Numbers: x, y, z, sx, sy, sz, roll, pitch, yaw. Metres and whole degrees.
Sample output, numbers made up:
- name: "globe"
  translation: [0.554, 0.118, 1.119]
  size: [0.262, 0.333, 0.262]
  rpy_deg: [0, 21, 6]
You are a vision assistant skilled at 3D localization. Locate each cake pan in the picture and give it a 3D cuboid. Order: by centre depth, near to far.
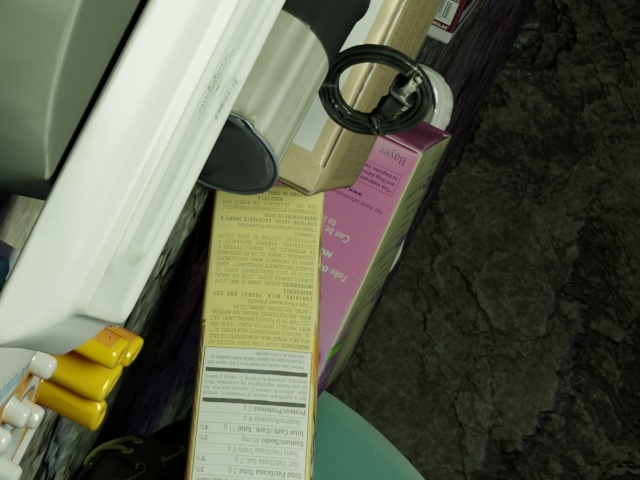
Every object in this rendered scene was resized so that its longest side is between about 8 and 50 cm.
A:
- name: "cake pan"
  translation: [-0.073, -0.139, 0.765]
  size: [0.293, 0.054, 0.293]
  rpy_deg: [-63, 174, -12]

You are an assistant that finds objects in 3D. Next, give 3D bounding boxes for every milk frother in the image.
- name: "milk frother"
  translation: [-0.013, -0.080, 1.060]
  size: [0.135, 0.143, 0.129]
  rpy_deg: [-63, -179, -28]

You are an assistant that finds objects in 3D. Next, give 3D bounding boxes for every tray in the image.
- name: "tray"
  translation: [-0.056, -0.070, 0.789]
  size: [0.270, 0.030, 0.145]
  rpy_deg: [-64, 175, -3]

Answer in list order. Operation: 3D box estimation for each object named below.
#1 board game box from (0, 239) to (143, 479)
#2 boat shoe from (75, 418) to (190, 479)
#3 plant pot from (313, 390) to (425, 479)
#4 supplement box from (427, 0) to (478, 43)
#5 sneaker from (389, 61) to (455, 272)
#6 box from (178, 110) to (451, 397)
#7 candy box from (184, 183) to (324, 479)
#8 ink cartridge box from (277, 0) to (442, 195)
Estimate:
- name: "board game box"
  translation: [-0.216, 0.188, 0.894]
  size: [0.390, 0.050, 0.390]
  rpy_deg: [-64, 174, -5]
- name: "boat shoe"
  translation: [-0.142, 0.177, 1.370]
  size: [0.228, 0.081, 0.069]
  rpy_deg: [-3, 75, -70]
- name: "plant pot"
  translation: [-0.050, 0.300, 1.690]
  size: [0.235, 0.293, 0.293]
  rpy_deg: [-44, 165, -24]
- name: "supplement box"
  translation: [0.144, -0.316, 1.708]
  size: [0.239, 0.073, 0.130]
  rpy_deg: [-67, 174, 30]
- name: "sneaker"
  translation: [0.042, -0.053, 1.886]
  size: [0.108, 0.100, 0.271]
  rpy_deg: [-25, 140, -57]
- name: "box"
  translation: [0.000, 0.000, 1.587]
  size: [0.213, 0.117, 0.243]
  rpy_deg: [-36, 150, -77]
- name: "candy box"
  translation: [-0.047, 0.135, 1.310]
  size: [0.183, 0.087, 0.316]
  rpy_deg: [94, -1, -51]
- name: "ink cartridge box"
  translation: [0.022, -0.154, 1.294]
  size: [0.235, 0.088, 0.193]
  rpy_deg: [-64, 172, 6]
